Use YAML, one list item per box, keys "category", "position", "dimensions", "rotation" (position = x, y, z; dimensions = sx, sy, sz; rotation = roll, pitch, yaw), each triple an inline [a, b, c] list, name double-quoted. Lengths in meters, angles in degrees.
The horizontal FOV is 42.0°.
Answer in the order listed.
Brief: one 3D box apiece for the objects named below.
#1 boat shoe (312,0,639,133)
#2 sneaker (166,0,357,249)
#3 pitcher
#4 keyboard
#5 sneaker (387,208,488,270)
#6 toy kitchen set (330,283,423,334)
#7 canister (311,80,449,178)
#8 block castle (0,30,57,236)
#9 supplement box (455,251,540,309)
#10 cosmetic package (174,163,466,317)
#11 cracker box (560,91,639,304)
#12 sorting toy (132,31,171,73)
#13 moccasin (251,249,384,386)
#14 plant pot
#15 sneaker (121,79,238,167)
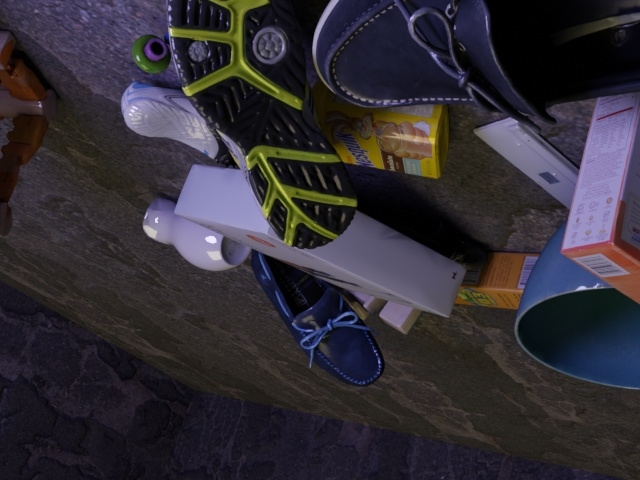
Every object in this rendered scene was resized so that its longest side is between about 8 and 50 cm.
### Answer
- category: "boat shoe"
  position: [0.166, -0.191, 0.742]
  dimensions: [0.500, 0.156, 0.187]
  rotation: [-4, 144, 46]
- category: "sneaker"
  position: [-0.082, -0.169, 0.955]
  dimensions: [0.147, 0.145, 0.385]
  rotation: [-127, 15, -59]
- category: "pitcher"
  position: [-0.213, -0.007, 1.602]
  dimensions: [0.207, 0.125, 0.178]
  rotation: [15, 174, 40]
- category: "keyboard"
  position: [0.309, -0.086, 1.095]
  dimensions: [0.256, 0.014, 0.072]
  rotation: [32, 160, -29]
- category: "sneaker"
  position: [0.191, -0.002, 1.340]
  dimensions: [0.170, 0.051, 0.089]
  rotation: [20, 164, 9]
- category: "toy kitchen set"
  position: [0.136, 0.104, 1.610]
  dimensions: [0.207, 0.122, 0.166]
  rotation: [29, 168, 36]
- category: "canister"
  position: [0.076, -0.141, 1.073]
  dimensions: [0.170, 0.073, 0.126]
  rotation: [11, 157, 16]
- category: "block castle"
  position: [-0.587, -0.209, 1.165]
  dimensions: [0.213, 0.303, 0.453]
  rotation: [7, 157, 12]
- category: "supplement box"
  position: [0.297, 0.066, 1.382]
  dimensions: [0.233, 0.080, 0.078]
  rotation: [4, 152, 39]
- category: "cosmetic package"
  position: [0.000, 0.000, 1.311]
  dimensions: [0.377, 0.097, 0.284]
  rotation: [25, 170, -35]
- category: "cracker box"
  position: [0.335, -0.060, 0.826]
  dimensions: [0.155, 0.232, 0.067]
  rotation: [30, 158, -25]
- category: "sorting toy"
  position: [-0.185, -0.244, 1.063]
  dimensions: [0.102, 0.061, 0.042]
  rotation: [5, 168, -31]
- category: "moccasin"
  position: [-0.018, 0.135, 1.528]
  dimensions: [0.342, 0.138, 0.117]
  rotation: [44, 169, 8]
- category: "plant pot"
  position: [0.403, 0.043, 1.046]
  dimensions: [0.290, 0.195, 0.290]
  rotation: [11, 152, 6]
- category: "sneaker"
  position: [-0.177, -0.175, 1.226]
  dimensions: [0.237, 0.086, 0.085]
  rotation: [18, 134, -30]
